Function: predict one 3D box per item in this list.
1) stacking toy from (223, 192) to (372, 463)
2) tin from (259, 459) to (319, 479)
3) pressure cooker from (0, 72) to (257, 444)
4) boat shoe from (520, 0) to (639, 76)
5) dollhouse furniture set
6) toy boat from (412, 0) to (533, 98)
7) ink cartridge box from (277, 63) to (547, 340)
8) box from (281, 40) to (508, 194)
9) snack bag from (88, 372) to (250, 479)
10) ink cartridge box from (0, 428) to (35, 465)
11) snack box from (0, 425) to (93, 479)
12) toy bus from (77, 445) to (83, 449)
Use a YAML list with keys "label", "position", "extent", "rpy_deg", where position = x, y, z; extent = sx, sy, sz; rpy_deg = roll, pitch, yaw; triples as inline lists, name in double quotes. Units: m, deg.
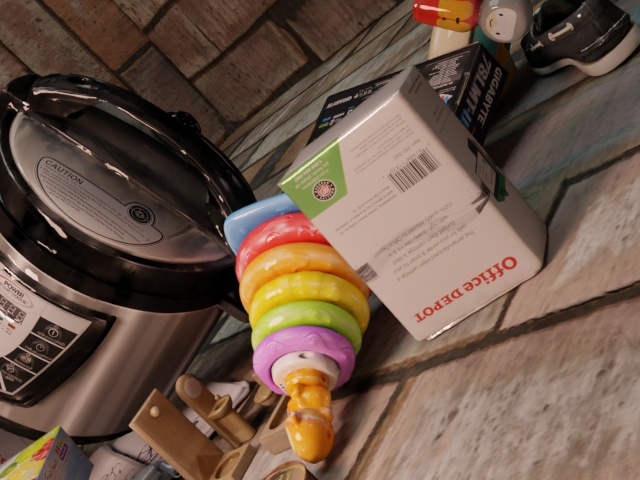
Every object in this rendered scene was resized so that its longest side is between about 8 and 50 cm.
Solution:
- label: "stacking toy"
  position: [-0.013, 0.101, 1.043]
  extent: [0.165, 0.175, 0.302]
  rpy_deg: [-19, 44, 18]
- label: "tin"
  position: [-0.048, 0.269, 0.868]
  extent: [0.106, 0.040, 0.190]
  rpy_deg: [-41, 13, 27]
- label: "pressure cooker"
  position: [-0.285, 0.003, 1.276]
  extent: [0.420, 0.370, 0.375]
  rpy_deg: [-55, 42, 31]
- label: "boat shoe"
  position: [0.329, -0.286, 1.332]
  extent: [0.114, 0.091, 0.302]
  rpy_deg: [-46, 13, -2]
- label: "dollhouse furniture set"
  position: [-0.094, 0.172, 1.101]
  extent: [0.151, 0.123, 0.144]
  rpy_deg: [-32, 18, 40]
- label: "toy boat"
  position: [0.222, -0.281, 1.375]
  extent: [0.318, 0.148, 0.267]
  rpy_deg: [7, -86, -76]
- label: "ink cartridge box"
  position: [0.095, -0.033, 0.982]
  extent: [0.160, 0.219, 0.092]
  rpy_deg: [-35, 13, 28]
- label: "box"
  position: [0.075, -0.095, 1.299]
  extent: [0.295, 0.073, 0.293]
  rpy_deg: [-12, 48, 47]
- label: "snack bag"
  position: [-0.257, 0.301, 1.353]
  extent: [0.342, 0.037, 0.323]
  rpy_deg: [-46, 13, -20]
- label: "ink cartridge box"
  position: [-0.468, 0.245, 1.381]
  extent: [0.117, 0.207, 0.283]
  rpy_deg: [-19, 39, 8]
- label: "snack box"
  position: [-0.352, 0.306, 1.050]
  extent: [0.207, 0.070, 0.174]
  rpy_deg: [-35, 13, 3]
- label: "toy bus"
  position: [-0.481, 0.329, 1.607]
  extent: [0.104, 0.202, 0.191]
  rpy_deg: [2, 41, 11]
